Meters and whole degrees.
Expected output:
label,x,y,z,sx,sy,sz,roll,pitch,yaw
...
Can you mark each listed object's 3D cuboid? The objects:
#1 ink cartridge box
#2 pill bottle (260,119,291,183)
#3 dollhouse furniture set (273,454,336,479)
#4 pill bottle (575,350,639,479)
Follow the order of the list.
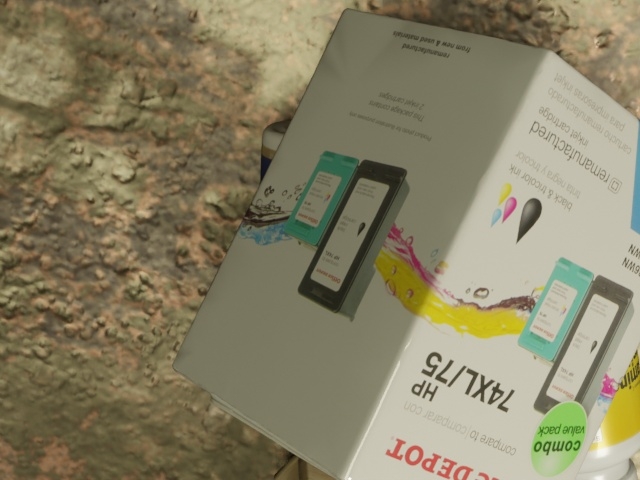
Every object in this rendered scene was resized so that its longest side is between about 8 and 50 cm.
label,x,y,z,sx,sy,sz,roll,pitch,yaw
ink cartridge box,0.078,0.024,0.845,0.198,0.197,0.270,27,88,-40
pill bottle,0.000,0.000,0.969,0.094,0.094,0.169,4,105,4
dollhouse furniture set,-0.007,0.384,1.035,0.198,0.286,0.303,26,125,-25
pill bottle,0.190,0.109,0.978,0.103,0.103,0.184,-10,104,7
